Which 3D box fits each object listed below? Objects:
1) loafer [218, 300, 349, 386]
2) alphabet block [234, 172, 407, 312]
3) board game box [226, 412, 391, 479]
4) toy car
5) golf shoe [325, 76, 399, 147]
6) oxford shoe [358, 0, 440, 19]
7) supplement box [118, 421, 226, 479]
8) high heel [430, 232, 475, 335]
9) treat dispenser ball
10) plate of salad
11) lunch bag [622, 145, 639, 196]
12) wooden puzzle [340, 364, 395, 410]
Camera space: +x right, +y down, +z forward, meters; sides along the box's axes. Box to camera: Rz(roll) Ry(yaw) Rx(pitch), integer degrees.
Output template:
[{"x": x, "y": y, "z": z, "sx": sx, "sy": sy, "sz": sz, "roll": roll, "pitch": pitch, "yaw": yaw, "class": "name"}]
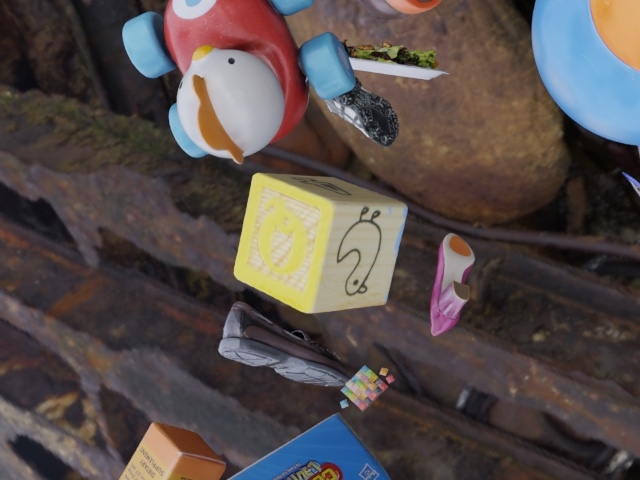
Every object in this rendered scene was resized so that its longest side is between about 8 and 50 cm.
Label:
[{"x": -0.050, "y": 0.189, "z": 1.537, "sx": 0.109, "sy": 0.095, "sz": 0.302, "roll": -13, "pitch": 153, "yaw": 40, "class": "loafer"}, {"x": 0.000, "y": 0.000, "z": 1.449, "sx": 0.193, "sy": 0.197, "sz": 0.192, "roll": 21, "pitch": 105, "yaw": 40, "class": "alphabet block"}, {"x": -0.116, "y": 0.331, "z": 0.790, "sx": 0.086, "sy": 0.308, "sz": 0.302, "roll": 47, "pitch": 135, "yaw": 21, "class": "board game box"}, {"x": -0.101, "y": -0.176, "z": 0.927, "sx": 0.219, "sy": 0.238, "sz": 0.210, "roll": -21, "pitch": 113, "yaw": 16, "class": "toy car"}, {"x": 0.070, "y": -0.255, "z": 1.648, "sx": 0.198, "sy": 0.077, "sz": 0.094, "roll": 43, "pitch": 168, "yaw": -27, "class": "golf shoe"}, {"x": 0.009, "y": -0.323, "z": 0.814, "sx": 0.271, "sy": 0.097, "sz": 0.098, "roll": 56, "pitch": 153, "yaw": -17, "class": "oxford shoe"}, {"x": -0.208, "y": 0.334, "z": 1.001, "sx": 0.080, "sy": 0.233, "sz": 0.078, "roll": 27, "pitch": -178, "yaw": -43, "class": "supplement box"}, {"x": 0.263, "y": 0.087, "z": 1.796, "sx": 0.082, "sy": 0.244, "sz": 0.117, "roll": 21, "pitch": 125, "yaw": -14, "class": "high heel"}, {"x": 0.399, "y": -0.257, "z": 1.028, "sx": 0.288, "sy": 0.288, "sz": 0.288, "roll": 34, "pitch": 145, "yaw": 28, "class": "treat dispenser ball"}, {"x": 0.100, "y": -0.277, "z": 1.313, "sx": 0.200, "sy": 0.200, "sz": 0.048, "roll": 20, "pitch": 106, "yaw": 42, "class": "plate of salad"}, {"x": 0.667, "y": -0.137, "z": 1.493, "sx": 0.239, "sy": 0.328, "sz": 0.385, "roll": -12, "pitch": 71, "yaw": 31, "class": "lunch bag"}, {"x": 0.061, "y": 0.205, "z": 1.205, "sx": 0.049, "sy": 0.083, "sz": 0.006, "roll": 38, "pitch": 167, "yaw": 40, "class": "wooden puzzle"}]
